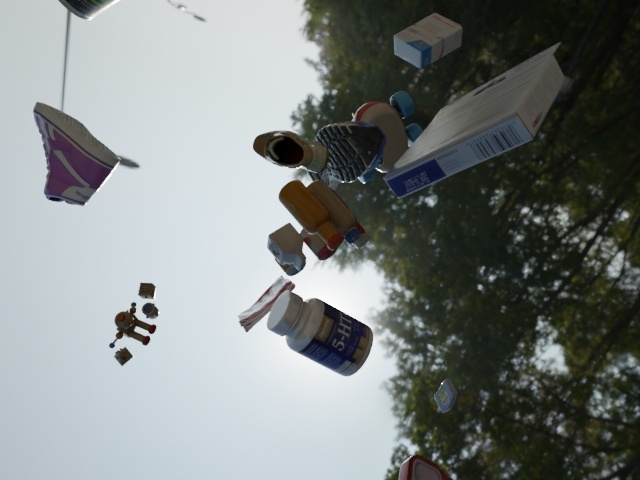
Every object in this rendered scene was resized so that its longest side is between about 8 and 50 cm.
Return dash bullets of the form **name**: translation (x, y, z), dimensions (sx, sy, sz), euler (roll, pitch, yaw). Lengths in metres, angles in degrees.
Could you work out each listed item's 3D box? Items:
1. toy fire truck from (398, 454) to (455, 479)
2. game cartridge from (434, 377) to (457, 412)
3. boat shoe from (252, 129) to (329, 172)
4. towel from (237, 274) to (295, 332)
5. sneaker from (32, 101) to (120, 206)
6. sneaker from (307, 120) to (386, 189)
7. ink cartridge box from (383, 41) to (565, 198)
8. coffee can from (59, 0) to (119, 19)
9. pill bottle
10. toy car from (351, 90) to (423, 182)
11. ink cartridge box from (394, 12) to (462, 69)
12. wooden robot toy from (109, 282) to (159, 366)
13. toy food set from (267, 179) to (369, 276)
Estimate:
- **toy fire truck**: translation (0.218, 0.530, 1.020), dimensions (0.254, 0.169, 0.302), euler (30, -139, -9)
- **game cartridge**: translation (0.315, 0.393, 1.591), dimensions (0.017, 0.083, 0.056), euler (-3, -138, -25)
- **boat shoe**: translation (-0.048, -0.122, 0.834), dimensions (0.135, 0.050, 0.045), euler (17, -172, 43)
- **towel**: translation (-0.124, 0.131, 1.386), dimensions (0.029, 0.144, 0.197), euler (49, 173, -7)
- **sneaker**: translation (-0.540, -0.172, 1.298), dimensions (0.282, 0.161, 0.102), euler (39, -172, 35)
- **sneaker**: translation (0.069, -0.199, 1.359), dimensions (0.147, 0.330, 0.129), euler (-32, -85, -16)
- **ink cartridge box**: translation (0.326, -0.242, 1.295), dimensions (0.071, 0.324, 0.330), euler (53, -132, -12)
- **coffee can**: translation (-0.464, -0.649, 1.407), dimensions (0.275, 0.201, 0.201), euler (-25, -151, 16)
- **pill bottle**: translation (-0.003, 0.174, 1.212), dimensions (0.187, 0.112, 0.112), euler (30, -153, -19)
- **toy car**: translation (0.138, -0.319, 1.821), dimensions (0.219, 0.210, 0.238), euler (-34, -144, -8)
- **ink cartridge box**: translation (0.234, -0.435, 1.379), dimensions (0.122, 0.052, 0.088), euler (-34, -126, -18)
- **wooden robot toy**: translation (-0.370, 0.158, 1.254), dimensions (0.076, 0.079, 0.173), euler (18, -112, 12)
- **toy food set**: translation (0.000, 0.000, 0.919), dimensions (0.111, 0.232, 0.104), euler (-32, -110, -24)
